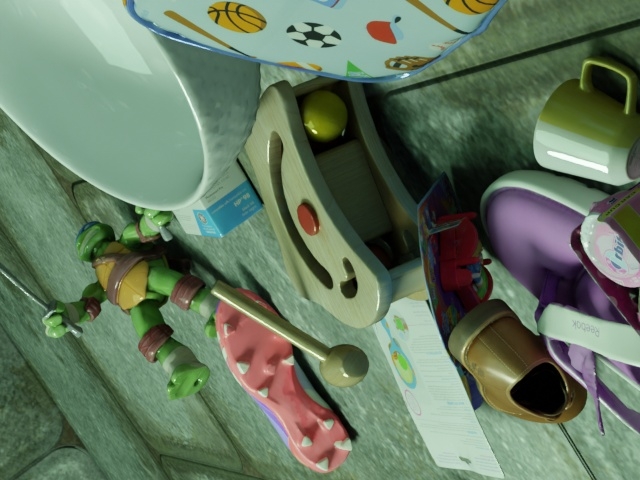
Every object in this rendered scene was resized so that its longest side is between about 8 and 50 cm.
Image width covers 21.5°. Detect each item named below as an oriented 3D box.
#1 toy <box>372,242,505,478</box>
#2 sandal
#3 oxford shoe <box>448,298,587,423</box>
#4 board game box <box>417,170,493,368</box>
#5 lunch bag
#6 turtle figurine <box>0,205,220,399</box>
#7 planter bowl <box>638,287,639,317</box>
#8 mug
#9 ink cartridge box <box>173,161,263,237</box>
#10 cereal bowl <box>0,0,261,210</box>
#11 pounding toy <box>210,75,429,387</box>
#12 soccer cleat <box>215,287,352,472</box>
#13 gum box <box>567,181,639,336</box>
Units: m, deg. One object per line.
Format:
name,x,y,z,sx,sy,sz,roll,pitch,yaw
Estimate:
toy,0.103,0.094,1.521,0.237,0.056,0.137,62,161,-8
sandal,0.237,0.097,1.161,0.416,0.102,0.169,43,155,31
oxford shoe,0.166,0.114,1.298,0.076,0.076,0.212,47,-173,31
board game box,0.115,0.019,1.308,0.169,0.033,0.133,-46,-55,-69
lunch bag,0.001,-0.204,1.020,0.243,0.115,0.303,13,160,-13
turtle figurine,-0.236,0.050,1.993,0.266,0.198,0.275,39,159,26
planter bowl,0.264,0.008,0.918,0.109,0.162,0.162,29,162,-9
mug,0.180,-0.070,1.088,0.064,0.062,0.078,28,155,35
ink cartridge box,-0.144,-0.094,1.749,0.180,0.060,0.104,60,160,-17
cereal bowl,-0.175,-0.195,1.368,0.339,0.141,0.339,34,154,20
pounding toy,0.000,0.000,1.381,0.154,0.155,0.269,-2,109,62
soccer cleat,-0.051,0.162,1.939,0.248,0.083,0.095,56,164,-13
gum box,0.250,0.031,1.025,0.188,0.107,0.062,53,160,4
